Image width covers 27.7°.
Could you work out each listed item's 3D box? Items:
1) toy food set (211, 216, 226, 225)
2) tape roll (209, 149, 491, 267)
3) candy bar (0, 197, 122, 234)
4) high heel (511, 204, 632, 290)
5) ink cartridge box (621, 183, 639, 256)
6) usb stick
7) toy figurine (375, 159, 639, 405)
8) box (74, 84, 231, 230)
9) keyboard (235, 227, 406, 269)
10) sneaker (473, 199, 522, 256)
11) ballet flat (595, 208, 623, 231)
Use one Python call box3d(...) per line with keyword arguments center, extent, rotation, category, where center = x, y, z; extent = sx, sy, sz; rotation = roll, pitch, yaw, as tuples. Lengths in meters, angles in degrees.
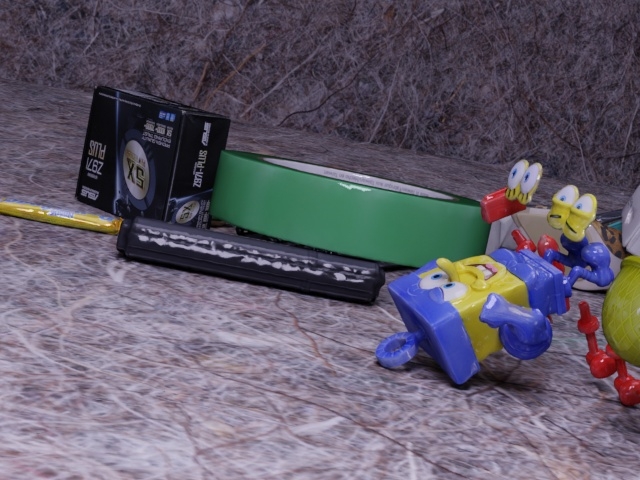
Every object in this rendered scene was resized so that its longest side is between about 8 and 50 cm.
box3d(center=(-0.155, -0.036, 1.660), extent=(0.083, 0.020, 0.082), rotation=(18, 11, 32), category="toy food set")
box3d(center=(0.035, -0.036, 1.484), extent=(0.321, 0.077, 0.321), rotation=(11, 6, -1), category="tape roll")
box3d(center=(-0.297, -0.029, 1.440), extent=(0.161, 0.018, 0.040), rotation=(10, 9, -7), category="candy bar")
box3d(center=(0.389, 0.013, 1.792), extent=(0.261, 0.093, 0.186), rotation=(30, 19, 13), category="high heel")
box3d(center=(0.515, 0.007, 1.723), extent=(0.217, 0.092, 0.158), rotation=(30, 24, -1), category="ink cartridge box")
box3d(center=(-0.071, 0.019, 1.345), extent=(0.277, 0.045, 0.077), rotation=(11, 10, -5), category="usb stick")
box3d(center=(0.160, 0.087, 1.100), extent=(0.217, 0.191, 0.362), rotation=(-21, 25, -10), category="toy figurine")
box3d(center=(-0.208, -0.100, 1.583), extent=(0.180, 0.147, 0.077), rotation=(21, 13, 41), category="box")
box3d(center=(0.000, 0.000, 1.608), extent=(0.201, 0.033, 0.317), rotation=(16, 9, 29), category="keyboard")
box3d(center=(0.219, -0.015, 1.898), extent=(0.094, 0.080, 0.212), rotation=(3, -4, 32), category="sneaker")
box3d(center=(0.372, -0.004, 1.847), extent=(0.203, 0.074, 0.074), rotation=(-14, 13, -8), category="ballet flat")
